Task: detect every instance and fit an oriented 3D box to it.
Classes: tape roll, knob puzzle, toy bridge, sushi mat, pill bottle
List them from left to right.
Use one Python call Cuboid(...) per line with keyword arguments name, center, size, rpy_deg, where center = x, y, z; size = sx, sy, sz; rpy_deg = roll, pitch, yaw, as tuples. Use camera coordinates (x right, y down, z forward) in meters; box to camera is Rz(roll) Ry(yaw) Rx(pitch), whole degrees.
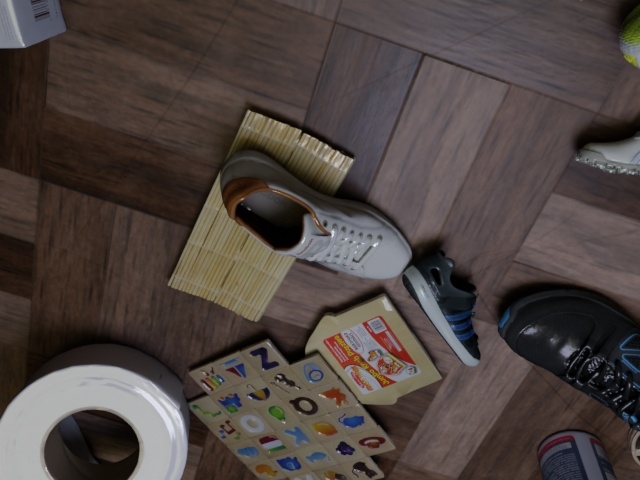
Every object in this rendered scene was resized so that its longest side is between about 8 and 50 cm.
Cuboid(name="tape roll", center=(-0.351, 0.312, 0.940), size=(0.286, 0.100, 0.286), rpy_deg=(-1, 99, -10))
Cuboid(name="sushi mat", center=(-0.091, -0.022, 0.828), size=(0.151, 0.019, 0.316), rpy_deg=(26, 119, -9))
Cuboid(name="knob puzzle", center=(0.062, 0.179, 0.918), size=(0.213, 0.030, 0.213), rpy_deg=(4, 119, 8))
Cuboid(name="pill bottle", center=(0.408, 0.397, 0.914), size=(0.108, 0.180, 0.108), rpy_deg=(3, 120, 5))
Cuboid(name="toy bridge", center=(0.531, 0.329, 0.951), size=(0.063, 0.026, 0.188), rpy_deg=(-11, 118, 15))

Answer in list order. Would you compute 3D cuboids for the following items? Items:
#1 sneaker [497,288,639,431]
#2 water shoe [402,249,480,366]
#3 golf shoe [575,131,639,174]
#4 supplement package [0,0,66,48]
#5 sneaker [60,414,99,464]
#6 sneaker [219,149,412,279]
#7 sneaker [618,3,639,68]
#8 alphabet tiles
Cuboid(name="sneaker", center=(0.410, 0.174, 0.812), size=(0.341, 0.139, 0.125), rpy_deg=(21, 122, -4))
Cuboid(name="water shoe", center=(0.194, 0.100, 0.832), size=(0.080, 0.073, 0.203), rpy_deg=(-37, 122, 3))
Cuboid(name="golf shoe", center=(0.395, -0.118, 0.703), size=(0.176, 0.069, 0.086), rpy_deg=(2, 100, 2))
Cuboid(name="supplement package", center=(-0.404, -0.279, 0.670), size=(0.179, 0.105, 0.105), rpy_deg=(2, 121, 5))
Cuboid(name="sneaker", center=(-0.510, 0.408, 1.072), size=(0.169, 0.108, 0.292), rpy_deg=(-10, 119, 9))
Cuboid(name="sneaker", center=(0.000, 0.000, 0.755), size=(0.290, 0.123, 0.106), rpy_deg=(25, 118, -22))
Cuboid(name="sneaker", center=(0.427, -0.264, 0.606), size=(0.126, 0.091, 0.240), rpy_deg=(26, 120, -29))
Cuboid(name="alphabet tiles", center=(-0.053, 0.310, 0.999), size=(0.285, 0.011, 0.342), rpy_deg=(-26, 113, 27))
